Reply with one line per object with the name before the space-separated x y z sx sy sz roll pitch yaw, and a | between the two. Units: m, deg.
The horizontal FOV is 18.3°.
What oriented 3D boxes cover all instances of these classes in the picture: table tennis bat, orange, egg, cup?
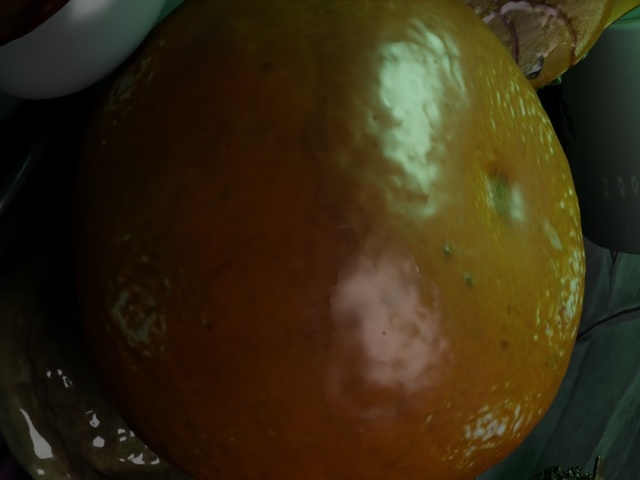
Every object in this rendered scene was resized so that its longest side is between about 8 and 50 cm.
table tennis bat | -0.221 -0.043 1.392 0.027 0.150 0.236 37 56 -10
orange | 0.000 0.000 1.453 0.424 0.326 0.424 32 49 -46
egg | -0.171 -0.188 1.334 0.198 0.146 0.146 -56 140 -6
cup | 0.323 -0.151 1.905 0.258 0.186 0.234 -62 143 -54

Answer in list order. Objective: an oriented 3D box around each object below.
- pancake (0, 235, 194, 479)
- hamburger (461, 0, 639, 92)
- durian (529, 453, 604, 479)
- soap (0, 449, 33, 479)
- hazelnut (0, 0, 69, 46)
pancake | -0.158 0.105 1.504 0.236 0.042 0.222 50 42 -29
hamburger | 0.138 -0.227 1.648 0.243 0.138 0.261 -38 129 -1
durian | 0.242 0.284 2.072 0.148 0.091 0.188 -12 140 -45
soap | -0.218 0.222 1.558 0.203 0.065 0.122 -50 138 -18
hazelnut | -0.218 -0.223 1.153 0.234 0.218 0.218 28 88 -46
